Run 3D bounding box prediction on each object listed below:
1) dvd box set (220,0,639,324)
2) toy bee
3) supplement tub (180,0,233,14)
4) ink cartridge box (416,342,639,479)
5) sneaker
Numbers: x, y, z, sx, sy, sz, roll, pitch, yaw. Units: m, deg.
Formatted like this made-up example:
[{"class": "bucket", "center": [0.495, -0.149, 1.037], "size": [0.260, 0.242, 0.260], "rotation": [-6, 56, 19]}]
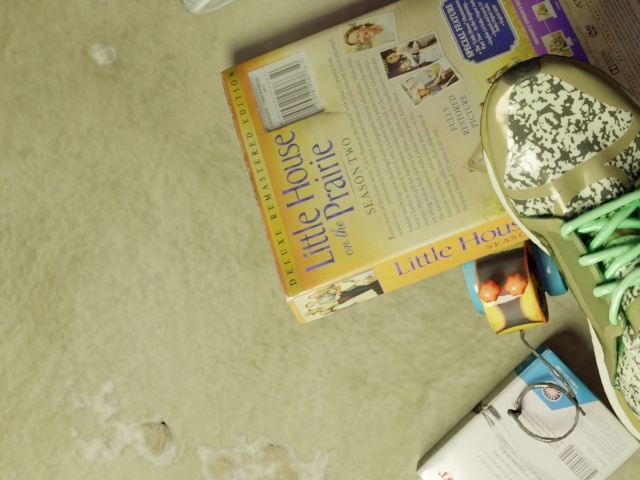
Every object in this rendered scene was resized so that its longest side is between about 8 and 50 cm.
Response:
[{"class": "dvd box set", "center": [0.131, -0.120, 1.418], "size": [0.420, 0.062, 0.307], "rotation": [-22, 53, 4]}, {"class": "toy bee", "center": [0.195, 0.024, 1.411], "size": [0.195, 0.162, 0.298], "rotation": [-35, 67, 6]}, {"class": "supplement tub", "center": [-0.130, -0.337, 1.478], "size": [0.117, 0.117, 0.190], "rotation": [-30, 90, 5]}, {"class": "ink cartridge box", "center": [0.214, 0.222, 1.506], "size": [0.191, 0.082, 0.139], "rotation": [-44, 89, 6]}, {"class": "sneaker", "center": [0.274, 0.027, 1.229], "size": [0.158, 0.182, 0.410], "rotation": [-30, 105, 6]}]
